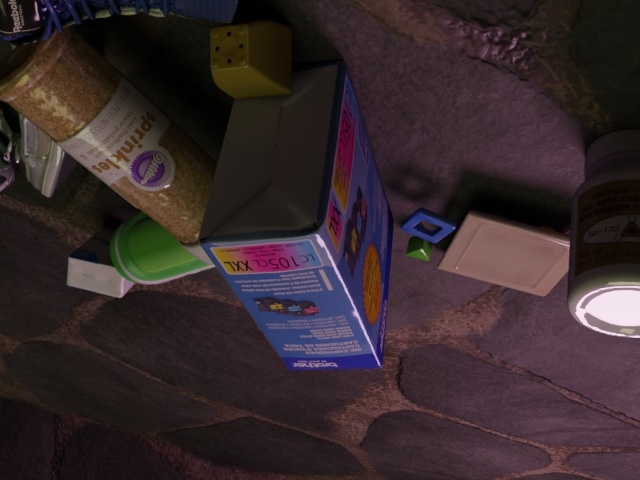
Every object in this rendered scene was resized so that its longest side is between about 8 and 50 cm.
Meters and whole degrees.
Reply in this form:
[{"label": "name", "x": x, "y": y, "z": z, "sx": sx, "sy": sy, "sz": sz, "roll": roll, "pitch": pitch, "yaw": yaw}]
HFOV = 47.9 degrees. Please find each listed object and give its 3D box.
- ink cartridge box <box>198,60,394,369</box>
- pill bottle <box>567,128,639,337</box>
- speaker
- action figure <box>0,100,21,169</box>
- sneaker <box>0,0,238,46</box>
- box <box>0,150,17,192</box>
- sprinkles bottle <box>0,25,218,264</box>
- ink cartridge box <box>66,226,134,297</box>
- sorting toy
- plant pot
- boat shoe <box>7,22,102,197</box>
[{"label": "ink cartridge box", "x": 0.000, "y": 0.000, "z": 0.978, "sx": 0.151, "sy": 0.270, "sz": 0.395, "roll": -2, "pitch": 145, "yaw": 15}, {"label": "pill bottle", "x": 0.363, "y": -0.014, "z": 0.849, "sx": 0.131, "sy": 0.229, "sz": 0.131, "roll": 11, "pitch": 148, "yaw": 7}, {"label": "speaker", "x": -0.206, "y": -0.012, "z": 1.169, "sx": 0.297, "sy": 0.131, "sz": 0.131, "roll": -16, "pitch": 137, "yaw": 34}, {"label": "action figure", "x": -0.497, "y": -0.210, "z": 1.018, "sx": 0.064, "sy": 0.137, "sz": 0.232, "roll": 9, "pitch": 139, "yaw": 30}, {"label": "sneaker", "x": -0.245, "y": -0.268, "z": 0.749, "sx": 0.316, "sy": 0.182, "sz": 0.127, "roll": 17, "pitch": 149, "yaw": -4}, {"label": "box", "x": -0.566, "y": -0.097, "z": 1.137, "sx": 0.045, "sy": 0.190, "sz": 0.184, "roll": 34, "pitch": 146, "yaw": 4}, {"label": "sprinkles bottle", "x": -0.226, "y": -0.111, "z": 0.903, "sx": 0.121, "sy": 0.121, "sz": 0.355, "roll": -13, "pitch": 137, "yaw": 37}, {"label": "ink cartridge box", "x": -0.376, "y": 0.030, "z": 1.323, "sx": 0.104, "sy": 0.180, "sz": 0.060, "roll": 12, "pitch": 114, "yaw": 4}, {"label": "sorting toy", "x": 0.291, "y": 0.013, "z": 1.098, "sx": 0.348, "sy": 0.047, "sz": 0.196, "roll": 15, "pitch": 152, "yaw": 0}, {"label": "plant pot", "x": -0.086, "y": -0.213, "z": 0.832, "sx": 0.081, "sy": 0.081, "sz": 0.083, "roll": 0, "pitch": -179, "yaw": 22}, {"label": "boat shoe", "x": -0.379, "y": -0.184, "z": 1.005, "sx": 0.103, "sy": 0.118, "sz": 0.320, "roll": 26, "pitch": 143, "yaw": -4}]
